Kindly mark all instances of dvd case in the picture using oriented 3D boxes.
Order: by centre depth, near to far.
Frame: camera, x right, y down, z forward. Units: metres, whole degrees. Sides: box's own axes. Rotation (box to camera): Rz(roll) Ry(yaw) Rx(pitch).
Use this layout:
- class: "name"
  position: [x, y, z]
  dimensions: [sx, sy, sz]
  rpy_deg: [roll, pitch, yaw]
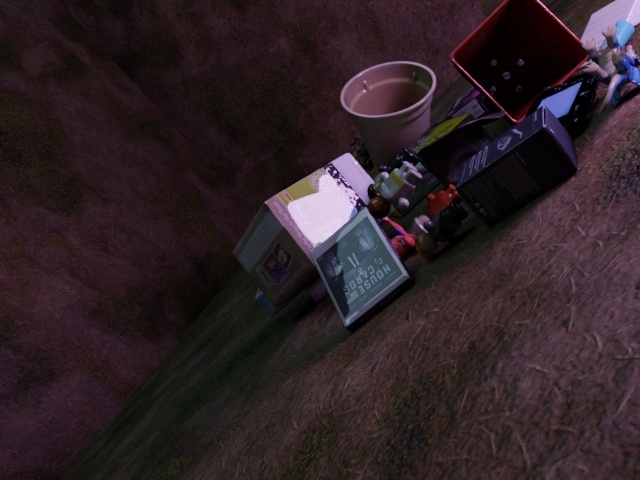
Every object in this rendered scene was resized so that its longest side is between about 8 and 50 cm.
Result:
- class: "dvd case"
  position: [0.085, 0.058, 1.352]
  dimensions: [0.179, 0.029, 0.239]
  rpy_deg: [-40, 44, 14]

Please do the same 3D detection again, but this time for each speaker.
- class: "speaker"
  position: [0.030, 0.110, 1.693]
  dimensions: [0.136, 0.055, 0.055]
  rpy_deg: [-39, 9, 20]

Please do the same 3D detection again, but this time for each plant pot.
- class: "plant pot"
  position: [0.550, -0.500, 1.748]
  dimensions: [0.267, 0.267, 0.236]
  rpy_deg: [-44, -5, 8]
- class: "plant pot"
  position: [0.264, -0.420, 2.200]
  dimensions: [0.333, 0.306, 0.334]
  rpy_deg: [-10, 44, 10]

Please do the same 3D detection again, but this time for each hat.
- class: "hat"
  position: [0.352, -0.215, 1.598]
  dimensions: [0.331, 0.134, 0.331]
  rpy_deg: [-24, 2, 1]

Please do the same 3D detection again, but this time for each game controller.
- class: "game controller"
  position: [0.537, -0.294, 1.389]
  dimensions: [0.166, 0.067, 0.319]
  rpy_deg: [-33, 13, 46]

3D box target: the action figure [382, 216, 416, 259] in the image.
- class: "action figure"
  position: [0.141, -0.006, 1.528]
  dimensions: [0.091, 0.139, 0.280]
  rpy_deg: [-45, 12, -19]

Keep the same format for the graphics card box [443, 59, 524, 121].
- class: "graphics card box"
  position: [0.606, -0.518, 2.091]
  dimensions: [0.371, 0.094, 0.233]
  rpy_deg: [-37, 10, 35]

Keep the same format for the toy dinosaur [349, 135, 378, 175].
- class: "toy dinosaur"
  position: [0.234, -0.355, 2.513]
  dimensions: [0.164, 0.218, 0.322]
  rpy_deg: [-45, 9, -26]

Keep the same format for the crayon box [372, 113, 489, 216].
- class: "crayon box"
  position: [0.315, -0.237, 1.948]
  dimensions: [0.363, 0.106, 0.313]
  rpy_deg: [-42, 9, -3]

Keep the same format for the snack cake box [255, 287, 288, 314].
- class: "snack cake box"
  position: [-0.090, 0.118, 2.060]
  dimensions: [0.264, 0.089, 0.152]
  rpy_deg: [-41, 11, 8]

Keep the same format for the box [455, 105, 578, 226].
- class: "box"
  position: [0.385, -0.147, 1.203]
  dimensions: [0.207, 0.108, 0.153]
  rpy_deg: [-36, 10, 32]

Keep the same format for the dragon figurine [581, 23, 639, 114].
- class: "dragon figurine"
  position: [0.598, -0.328, 1.222]
  dimensions: [0.085, 0.144, 0.289]
  rpy_deg: [-33, 32, 37]

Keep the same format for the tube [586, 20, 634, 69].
- class: "tube"
  position: [0.713, -0.462, 1.524]
  dimensions: [0.207, 0.052, 0.080]
  rpy_deg: [-52, 2, -19]

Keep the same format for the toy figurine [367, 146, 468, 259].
- class: "toy figurine"
  position: [0.205, -0.079, 1.341]
  dimensions: [0.148, 0.213, 0.209]
  rpy_deg: [-48, 8, 22]

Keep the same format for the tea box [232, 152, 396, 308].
- class: "tea box"
  position: [-0.026, -0.023, 1.712]
  dimensions: [0.323, 0.220, 0.329]
  rpy_deg: [-35, -7, -34]

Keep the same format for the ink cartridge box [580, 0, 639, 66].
- class: "ink cartridge box"
  position: [0.797, -0.566, 1.698]
  dimensions: [0.233, 0.066, 0.189]
  rpy_deg: [-66, 15, -12]
